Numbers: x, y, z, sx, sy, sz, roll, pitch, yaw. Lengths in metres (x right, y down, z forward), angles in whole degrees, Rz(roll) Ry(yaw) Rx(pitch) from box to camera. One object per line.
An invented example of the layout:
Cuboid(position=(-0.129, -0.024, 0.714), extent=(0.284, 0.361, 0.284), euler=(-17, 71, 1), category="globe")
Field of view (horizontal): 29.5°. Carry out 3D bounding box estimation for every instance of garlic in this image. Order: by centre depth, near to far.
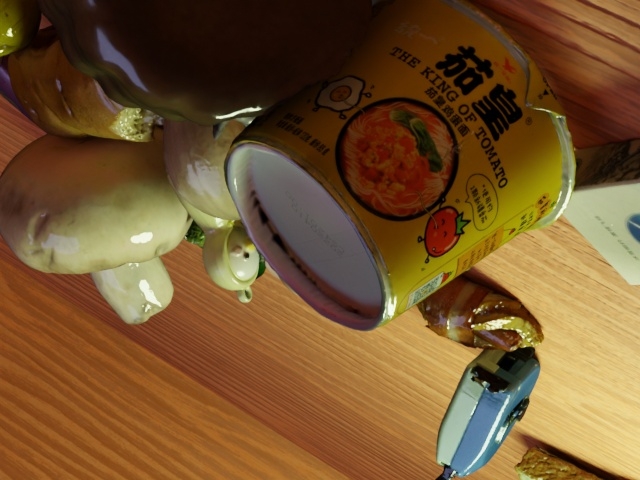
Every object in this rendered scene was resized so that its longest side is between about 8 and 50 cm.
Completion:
Cuboid(position=(-0.142, -0.130, 1.743), extent=(0.145, 0.164, 0.245), euler=(-5, 130, 40), category="garlic")

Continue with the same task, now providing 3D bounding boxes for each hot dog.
Cuboid(position=(0.207, 0.108, 1.850), extent=(0.261, 0.093, 0.123), euler=(26, 159, 26), category="hot dog")

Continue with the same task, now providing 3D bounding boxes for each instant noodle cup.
Cuboid(position=(0.069, -0.075, 1.300), extent=(0.325, 0.254, 0.326), euler=(40, 154, 25), category="instant noodle cup")

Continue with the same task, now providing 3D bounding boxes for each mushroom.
Cuboid(position=(-0.366, -0.065, 2.088), extent=(0.353, 0.353, 0.325), euler=(71, -178, -59), category="mushroom")

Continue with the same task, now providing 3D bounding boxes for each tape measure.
Cuboid(position=(0.245, 0.320, 1.965), extent=(0.098, 0.215, 0.351), euler=(32, 122, 17), category="tape measure")

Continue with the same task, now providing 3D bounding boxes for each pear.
Cuboid(position=(-0.502, -0.363, 1.870), extent=(0.148, 0.162, 0.149), euler=(-7, 174, -1), category="pear")

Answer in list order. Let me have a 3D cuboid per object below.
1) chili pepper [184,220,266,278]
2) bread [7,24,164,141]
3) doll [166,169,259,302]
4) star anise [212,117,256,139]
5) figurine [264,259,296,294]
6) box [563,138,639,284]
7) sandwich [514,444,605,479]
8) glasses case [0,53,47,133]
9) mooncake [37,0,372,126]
Cuboid(position=(-0.197, -0.035, 2.214), extent=(0.264, 0.116, 0.148), euler=(31, 172, 15), category="chili pepper")
Cuboid(position=(-0.356, -0.243, 1.896), extent=(0.344, 0.149, 0.195), euler=(9, 149, 52), category="bread")
Cuboid(position=(-0.151, -0.048, 1.884), extent=(0.117, 0.141, 0.296), euler=(-20, 95, 25), category="doll")
Cuboid(position=(-0.075, -0.221, 1.537), extent=(0.359, 0.139, 0.316), euler=(5, 155, 30), category="star anise")
Cuboid(position=(0.000, 0.000, 1.842), extent=(0.176, 0.186, 0.287), euler=(22, 151, -20), category="figurine")
Cuboid(position=(0.376, -0.031, 1.265), extent=(0.164, 0.069, 0.256), euler=(43, 159, -19), category="box")
Cuboid(position=(0.506, 0.490, 2.258), extent=(0.251, 0.087, 0.226), euler=(22, 156, 41), category="sandwich")
Cuboid(position=(-0.504, -0.251, 2.246), extent=(0.316, 0.076, 0.123), euler=(40, 160, -13), category="glasses case")
Cuboid(position=(-0.119, -0.269, 1.172), extent=(0.324, 0.324, 0.187), euler=(44, 162, -23), category="mooncake")
